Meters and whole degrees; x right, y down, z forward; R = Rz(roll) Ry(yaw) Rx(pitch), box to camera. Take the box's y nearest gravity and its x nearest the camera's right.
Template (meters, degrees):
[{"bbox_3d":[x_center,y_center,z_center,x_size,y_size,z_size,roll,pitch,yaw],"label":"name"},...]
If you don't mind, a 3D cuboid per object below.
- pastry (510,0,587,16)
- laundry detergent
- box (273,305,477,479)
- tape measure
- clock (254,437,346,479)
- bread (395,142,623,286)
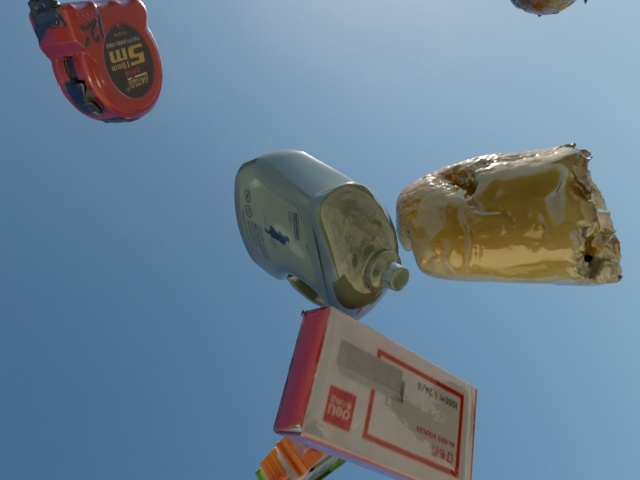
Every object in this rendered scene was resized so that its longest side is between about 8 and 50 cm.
[{"bbox_3d":[0.374,-0.483,0.828,0.100,0.229,0.219,-2,-78,-3],"label":"pastry"},{"bbox_3d":[0.000,0.000,0.572,0.091,0.253,0.181,-21,-59,-32],"label":"laundry detergent"},{"bbox_3d":[0.068,0.166,0.507,0.229,0.050,0.123,33,-124,-26],"label":"box"},{"bbox_3d":[-0.442,-0.371,1.047,0.253,0.113,0.261,-54,-39,-55],"label":"tape measure"},{"bbox_3d":[-0.015,0.472,1.175,0.219,0.106,0.255,-21,-35,-36],"label":"clock"},{"bbox_3d":[0.341,-0.044,0.962,0.361,0.393,0.251,8,-97,-55],"label":"bread"}]
